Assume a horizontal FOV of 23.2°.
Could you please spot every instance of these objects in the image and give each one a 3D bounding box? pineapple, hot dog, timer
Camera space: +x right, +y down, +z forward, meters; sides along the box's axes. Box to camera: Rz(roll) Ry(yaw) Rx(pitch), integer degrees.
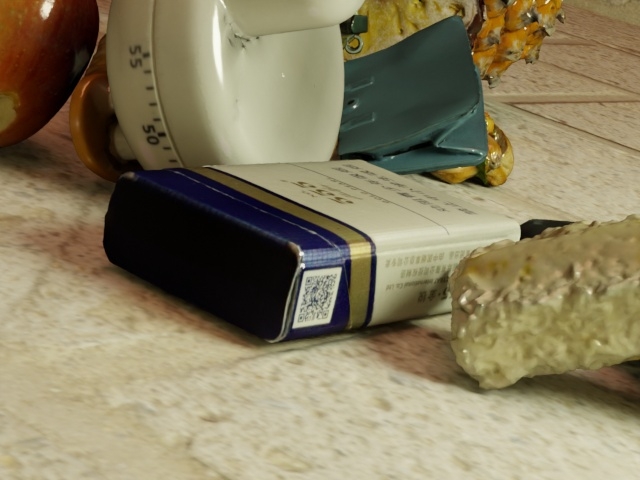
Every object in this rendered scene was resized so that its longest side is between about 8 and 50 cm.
[{"bbox_3d":[0.128,-0.335,1.854,0.352,0.353,0.300,20,17,24],"label":"pineapple"},{"bbox_3d":[0.111,-0.117,1.557,0.104,0.076,0.250,5,16,-29],"label":"hot dog"},{"bbox_3d":[-0.048,-0.141,1.186,0.240,0.234,0.233,-3,8,27],"label":"timer"}]

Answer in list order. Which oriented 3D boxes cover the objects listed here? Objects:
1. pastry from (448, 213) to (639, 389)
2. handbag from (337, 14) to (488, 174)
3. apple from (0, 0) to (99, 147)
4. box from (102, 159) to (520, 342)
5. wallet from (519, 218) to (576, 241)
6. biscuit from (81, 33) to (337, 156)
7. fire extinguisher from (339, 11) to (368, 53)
[{"bbox_3d":[0.201,0.035,0.965,0.258,0.089,0.121,-7,37,16],"label":"pastry"},{"bbox_3d":[0.082,-0.129,1.469,0.144,0.057,0.221,-15,29,9],"label":"handbag"},{"bbox_3d":[-0.272,-0.158,1.225,0.199,0.199,0.199,12,16,-3],"label":"apple"},{"bbox_3d":[0.000,0.000,1.069,0.168,0.071,0.259,24,20,35],"label":"box"},{"bbox_3d":[0.316,0.081,1.066,0.228,0.062,0.406,5,17,-24],"label":"wallet"},{"bbox_3d":[-0.103,-0.132,1.458,0.236,0.062,0.291,10,15,-8],"label":"biscuit"},{"bbox_3d":[-0.069,-0.226,1.621,0.311,0.095,0.114,6,8,34],"label":"fire extinguisher"}]
